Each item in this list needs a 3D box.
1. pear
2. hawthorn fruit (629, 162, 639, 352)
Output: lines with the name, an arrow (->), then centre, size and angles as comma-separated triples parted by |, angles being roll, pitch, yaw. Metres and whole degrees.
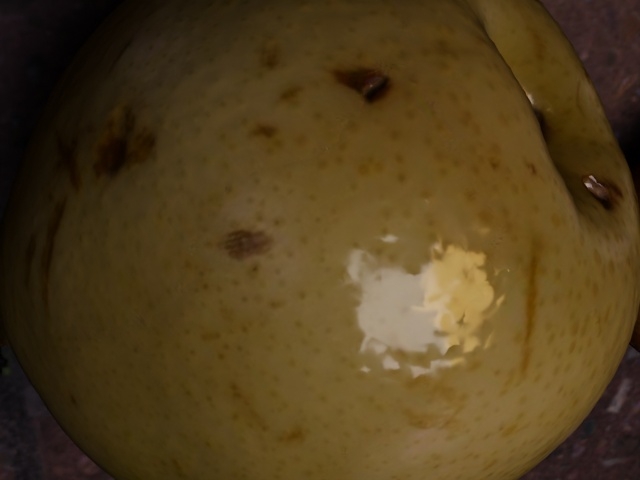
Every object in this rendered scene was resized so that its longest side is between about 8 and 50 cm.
pear -> 0.000, 0.000, 0.672 | 0.309, 0.309, 0.309 | -9, 123, -14
hawthorn fruit -> 0.264, 0.015, 0.848 | 0.189, 0.189, 0.189 | -9, 123, -14
